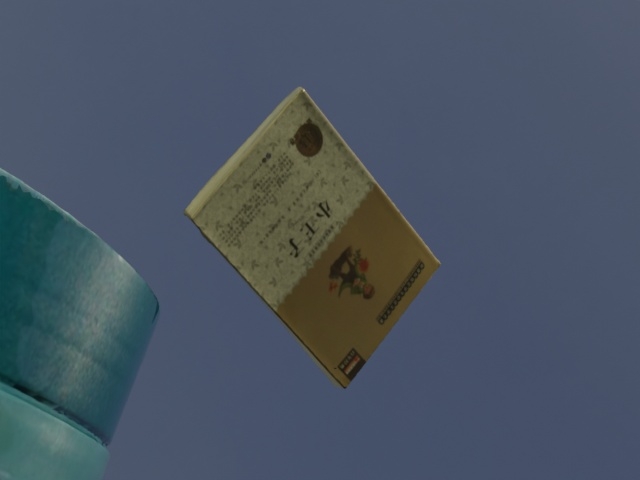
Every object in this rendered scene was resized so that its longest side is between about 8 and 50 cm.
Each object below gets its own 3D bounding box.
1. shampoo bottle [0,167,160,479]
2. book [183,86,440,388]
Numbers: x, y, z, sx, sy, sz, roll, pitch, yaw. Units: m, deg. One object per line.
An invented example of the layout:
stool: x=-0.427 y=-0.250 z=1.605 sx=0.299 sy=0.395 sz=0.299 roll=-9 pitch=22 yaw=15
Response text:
shampoo bottle: x=-0.266 y=0.121 z=0.390 sx=0.331 sy=0.331 sz=0.342 roll=8 pitch=-110 yaw=35
book: x=0.000 y=0.000 z=0.903 sx=0.198 sy=0.138 sz=0.016 roll=50 pitch=-23 yaw=-27
